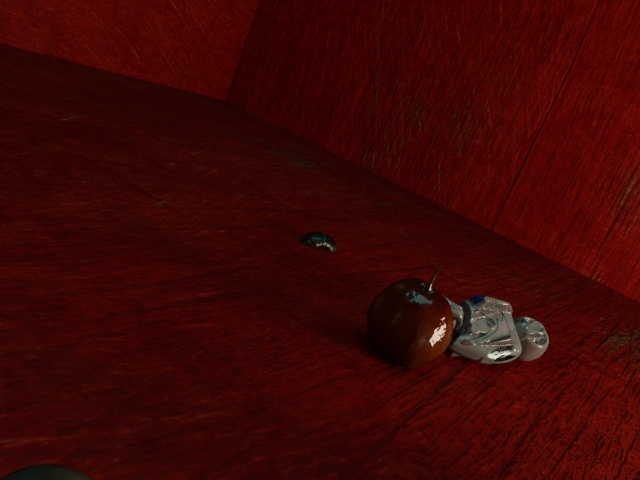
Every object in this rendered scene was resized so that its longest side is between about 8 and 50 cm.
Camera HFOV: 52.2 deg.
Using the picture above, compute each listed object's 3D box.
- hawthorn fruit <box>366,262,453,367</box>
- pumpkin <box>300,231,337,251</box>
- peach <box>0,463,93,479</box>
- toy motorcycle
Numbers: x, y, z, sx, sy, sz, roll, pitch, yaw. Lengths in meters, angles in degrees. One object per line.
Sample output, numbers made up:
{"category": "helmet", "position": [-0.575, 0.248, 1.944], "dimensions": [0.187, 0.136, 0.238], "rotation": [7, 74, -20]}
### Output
{"category": "hawthorn fruit", "position": [0.123, 0.110, 0.904], "dimensions": [0.125, 0.140, 0.125], "rotation": [3, 45, -3]}
{"category": "pumpkin", "position": [0.000, -0.001, 1.310], "dimensions": [0.083, 0.028, 0.050], "rotation": [7, 22, -35]}
{"category": "peach", "position": [-0.155, 0.165, 0.360], "dimensions": [0.083, 0.083, 0.083], "rotation": [21, 14, -6]}
{"category": "toy motorcycle", "position": [0.257, 0.150, 1.035], "dimensions": [0.254, 0.112, 0.112], "rotation": [16, 15, -21]}
